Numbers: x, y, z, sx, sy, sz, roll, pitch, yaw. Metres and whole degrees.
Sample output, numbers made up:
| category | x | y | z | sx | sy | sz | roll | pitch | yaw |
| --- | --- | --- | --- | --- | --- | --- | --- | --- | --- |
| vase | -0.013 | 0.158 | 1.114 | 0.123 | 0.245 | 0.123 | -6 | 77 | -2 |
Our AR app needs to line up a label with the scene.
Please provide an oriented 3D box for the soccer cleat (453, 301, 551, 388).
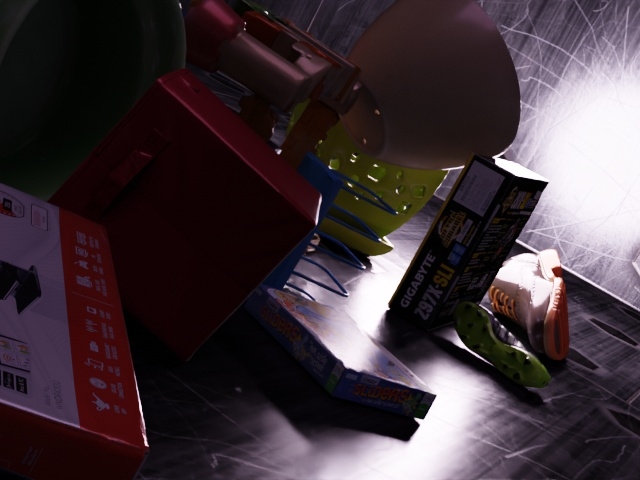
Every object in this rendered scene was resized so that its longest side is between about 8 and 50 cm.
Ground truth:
| category | x | y | z | sx | sy | sz | roll | pitch | yaw |
| --- | --- | --- | --- | --- | --- | --- | --- | --- | --- |
| soccer cleat | 0.256 | 0.153 | 1.779 | 0.072 | 0.060 | 0.179 | 31 | 11 | -49 |

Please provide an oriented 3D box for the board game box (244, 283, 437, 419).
| category | x | y | z | sx | sy | sz | roll | pitch | yaw |
| --- | --- | --- | --- | --- | --- | --- | --- | --- | --- |
| board game box | 0.019 | 0.120 | 1.358 | 0.136 | 0.035 | 0.201 | 20 | 13 | -39 |

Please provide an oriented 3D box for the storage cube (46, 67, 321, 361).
| category | x | y | z | sx | sy | sz | roll | pitch | yaw |
| --- | --- | --- | --- | --- | --- | --- | --- | --- | --- |
| storage cube | -0.128 | -0.032 | 1.192 | 0.193 | 0.183 | 0.215 | 43 | 8 | -5 |

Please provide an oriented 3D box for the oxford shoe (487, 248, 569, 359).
| category | x | y | z | sx | sy | sz | roll | pitch | yaw |
| --- | --- | --- | --- | --- | --- | --- | --- | --- | --- |
| oxford shoe | 0.355 | 0.116 | 2.137 | 0.133 | 0.130 | 0.363 | -4 | 14 | 8 |

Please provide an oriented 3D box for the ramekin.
| category | x | y | z | sx | sy | sz | roll | pitch | yaw |
| --- | --- | --- | --- | --- | --- | --- | --- | --- | --- |
| ramekin | -0.291 | -0.171 | 1.288 | 0.148 | 0.303 | 0.303 | 24 | 7 | 25 |

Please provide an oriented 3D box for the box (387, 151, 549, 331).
| category | x | y | z | sx | sy | sz | roll | pitch | yaw |
| --- | --- | --- | --- | --- | --- | --- | --- | --- | --- |
| box | 0.232 | 0.000 | 1.889 | 0.079 | 0.257 | 0.322 | 29 | 11 | 16 |

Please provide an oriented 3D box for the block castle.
| category | x | y | z | sx | sy | sz | roll | pitch | yaw |
| --- | --- | --- | --- | --- | --- | --- | --- | --- | --- |
| block castle | -0.129 | -0.161 | 1.635 | 0.213 | 0.303 | 0.453 | 35 | 11 | 6 |

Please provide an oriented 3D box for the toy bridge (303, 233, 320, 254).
| category | x | y | z | sx | sy | sz | roll | pitch | yaw |
| --- | --- | --- | --- | --- | --- | --- | --- | --- | --- |
| toy bridge | -0.032 | -0.009 | 1.900 | 0.063 | 0.026 | 0.188 | 26 | 10 | -14 |

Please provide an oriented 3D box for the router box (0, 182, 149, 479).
| category | x | y | z | sx | sy | sz | roll | pitch | yaw |
| --- | --- | --- | --- | --- | --- | --- | --- | --- | --- |
| router box | -0.277 | 0.034 | 0.800 | 0.301 | 0.082 | 0.335 | 23 | 16 | -23 |

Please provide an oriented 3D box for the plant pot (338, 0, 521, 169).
| category | x | y | z | sx | sy | sz | roll | pitch | yaw |
| --- | --- | --- | --- | --- | --- | --- | --- | --- | --- |
| plant pot | 0.135 | -0.221 | 1.869 | 0.191 | 0.284 | 0.284 | -25 | 40 | -25 |

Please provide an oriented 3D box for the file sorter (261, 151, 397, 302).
| category | x | y | z | sx | sy | sz | roll | pitch | yaw |
| --- | --- | --- | --- | --- | --- | --- | --- | --- | --- |
| file sorter | 0.000 | 0.000 | 1.531 | 0.104 | 0.170 | 0.118 | 26 | 10 | -26 |

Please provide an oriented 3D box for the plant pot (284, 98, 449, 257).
| category | x | y | z | sx | sy | sz | roll | pitch | yaw |
| --- | --- | --- | --- | --- | --- | --- | --- | --- | --- |
| plant pot | 0.049 | -0.111 | 2.106 | 0.227 | 0.207 | 0.228 | 24 | 10 | -24 |
